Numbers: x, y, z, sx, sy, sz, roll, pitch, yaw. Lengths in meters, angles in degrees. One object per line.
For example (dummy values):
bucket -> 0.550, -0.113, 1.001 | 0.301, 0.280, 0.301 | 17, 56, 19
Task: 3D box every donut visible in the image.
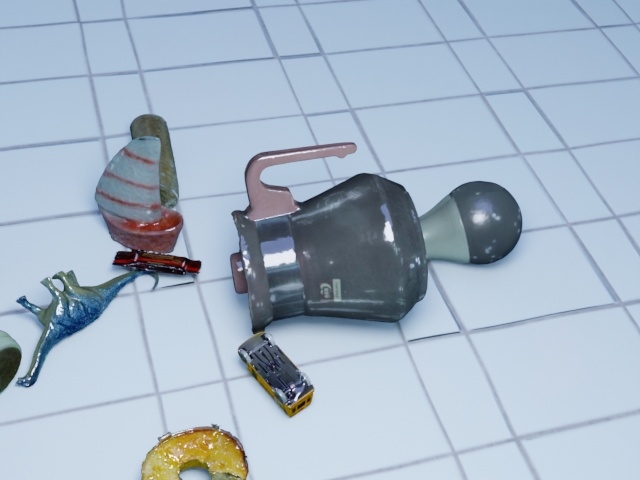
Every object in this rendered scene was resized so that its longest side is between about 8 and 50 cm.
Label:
donut -> -0.217, 0.391, 1.539 | 0.181, 0.078, 0.146 | -22, 52, -18

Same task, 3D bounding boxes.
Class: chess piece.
chess piece -> -0.681, 0.173, 1.635 | 0.271, 0.139, 0.139 | 30, 50, 19

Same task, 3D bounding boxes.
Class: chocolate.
chocolate -> -0.337, 0.048, 1.871 | 0.182, 0.028, 0.086 | 9, 18, -8

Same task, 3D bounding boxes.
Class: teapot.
teapot -> 0.000, 0.000, 1.759 | 0.361, 0.376, 0.305 | -11, 17, -8

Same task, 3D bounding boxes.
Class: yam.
yam -> -0.377, -0.178, 2.054 | 0.093, 0.093, 0.259 | -6, 48, -13

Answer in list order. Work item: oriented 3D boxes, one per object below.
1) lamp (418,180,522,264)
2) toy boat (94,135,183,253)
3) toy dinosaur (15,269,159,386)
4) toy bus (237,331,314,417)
lamp -> 0.279, -0.035, 1.963 | 0.313, 0.182, 0.182 | -3, 44, 12
toy boat -> -0.376, -0.108, 1.853 | 0.206, 0.282, 0.096 | 21, 46, 12
toy dinosaur -> -0.481, 0.125, 1.757 | 0.147, 0.076, 0.363 | 52, 51, -5
toy bus -> -0.084, 0.250, 1.690 | 0.069, 0.074, 0.162 | -33, 60, -23
